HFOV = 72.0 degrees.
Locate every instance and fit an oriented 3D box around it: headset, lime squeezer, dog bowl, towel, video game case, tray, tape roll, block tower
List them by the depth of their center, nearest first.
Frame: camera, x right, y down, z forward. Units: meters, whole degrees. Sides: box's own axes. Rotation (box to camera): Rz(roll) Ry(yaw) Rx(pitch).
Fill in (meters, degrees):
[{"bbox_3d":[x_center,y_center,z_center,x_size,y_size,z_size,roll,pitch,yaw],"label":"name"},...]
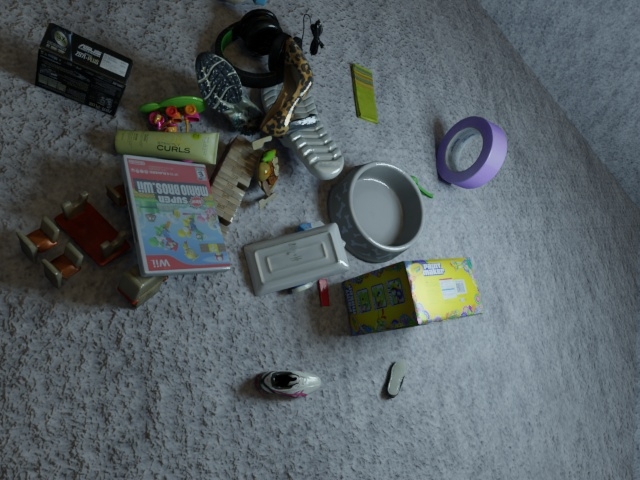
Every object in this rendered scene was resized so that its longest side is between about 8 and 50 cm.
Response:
[{"bbox_3d":[-0.328,-0.058,1.004,0.204,0.025,0.285,0,65,-44],"label":"video game case"},{"bbox_3d":[-0.256,-0.135,1.185,0.091,0.097,0.335,31,56,-24],"label":"block tower"},{"bbox_3d":[-0.065,0.048,1.206,0.270,0.030,0.145,-15,80,-6],"label":"tray"},{"bbox_3d":[-0.147,-0.603,1.407,0.394,0.185,0.243,-37,74,-22],"label":"headset"},{"bbox_3d":[0.200,-0.104,1.464,0.349,0.102,0.348,7,75,-27],"label":"dog bowl"},{"bbox_3d":[0.314,-0.183,1.650,0.310,0.059,0.110,-19,117,-39],"label":"lime squeezer"},{"bbox_3d":[0.173,-0.567,1.699,0.102,0.021,0.237,7,70,-33],"label":"towel"},{"bbox_3d":[0.597,-0.349,1.759,0.090,0.275,0.274,15,65,-32],"label":"tape roll"}]

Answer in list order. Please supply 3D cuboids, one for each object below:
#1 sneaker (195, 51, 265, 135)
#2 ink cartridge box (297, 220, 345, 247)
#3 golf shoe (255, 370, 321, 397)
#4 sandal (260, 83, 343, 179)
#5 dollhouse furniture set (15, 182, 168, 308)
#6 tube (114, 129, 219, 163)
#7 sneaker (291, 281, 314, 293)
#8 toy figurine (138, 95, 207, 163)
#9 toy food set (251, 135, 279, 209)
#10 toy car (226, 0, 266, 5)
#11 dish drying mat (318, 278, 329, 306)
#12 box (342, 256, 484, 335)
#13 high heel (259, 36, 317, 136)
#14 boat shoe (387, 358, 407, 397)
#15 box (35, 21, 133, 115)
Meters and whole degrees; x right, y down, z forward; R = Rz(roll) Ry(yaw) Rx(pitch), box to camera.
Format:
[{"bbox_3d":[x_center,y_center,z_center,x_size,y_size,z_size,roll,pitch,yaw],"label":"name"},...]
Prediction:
[{"bbox_3d":[-0.266,-0.407,1.216,0.122,0.110,0.283,52,-1,32],"label":"sneaker"},{"bbox_3d":[0.000,0.000,1.302,0.088,0.052,0.122,-13,42,-41],"label":"ink cartridge box"},{"bbox_3d":[-0.069,0.370,1.137,0.186,0.086,0.067,11,66,-34],"label":"golf shoe"},{"bbox_3d":[-0.076,-0.352,1.393,0.169,0.102,0.416,-18,70,-24],"label":"sandal"},{"bbox_3d":[-0.467,0.021,0.978,0.259,0.135,0.262,46,52,1],"label":"dollhouse furniture set"},{"bbox_3d":[-0.375,-0.236,1.086,0.240,0.062,0.070,4,110,-4],"label":"tube"},{"bbox_3d":[-0.042,0.088,1.276,0.152,0.058,0.084,-31,96,-41],"label":"sneaker"},{"bbox_3d":[-0.374,-0.275,1.154,0.173,0.130,0.159,-9,87,-15],"label":"toy figurine"},{"bbox_3d":[-0.142,-0.193,1.240,0.132,0.038,0.192,-49,141,-58],"label":"toy food set"},{"bbox_3d":[-0.280,-0.909,1.429,0.219,0.210,0.238,4,42,-21],"label":"toy car"},{"bbox_3d":[0.010,0.156,1.322,0.032,0.008,0.083,4,70,-35],"label":"dish drying mat"},{"bbox_3d":[0.273,0.171,1.331,0.290,0.279,0.177,-1,74,-37],"label":"box"},{"bbox_3d":[-0.112,-0.434,1.254,0.186,0.093,0.261,-22,109,-30],"label":"high heel"},{"bbox_3d":[0.238,0.428,1.366,0.046,0.038,0.125,14,49,15],"label":"boat shoe"},{"bbox_3d":[-0.552,-0.392,1.032,0.180,0.147,0.077,18,63,-29],"label":"box"}]
